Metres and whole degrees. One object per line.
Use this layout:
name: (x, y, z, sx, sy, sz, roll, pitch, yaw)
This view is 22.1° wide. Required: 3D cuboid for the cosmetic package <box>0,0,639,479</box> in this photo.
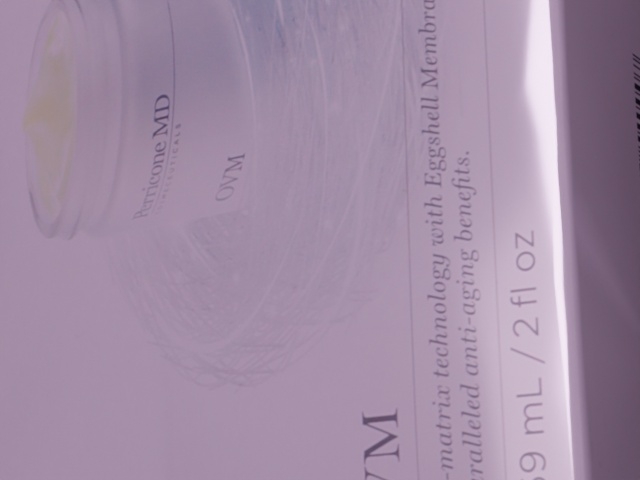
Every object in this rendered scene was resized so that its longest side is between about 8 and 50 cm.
cosmetic package: (0.000, 0.000, 0.498, 0.224, 0.138, 0.224, -11, 73, 33)
